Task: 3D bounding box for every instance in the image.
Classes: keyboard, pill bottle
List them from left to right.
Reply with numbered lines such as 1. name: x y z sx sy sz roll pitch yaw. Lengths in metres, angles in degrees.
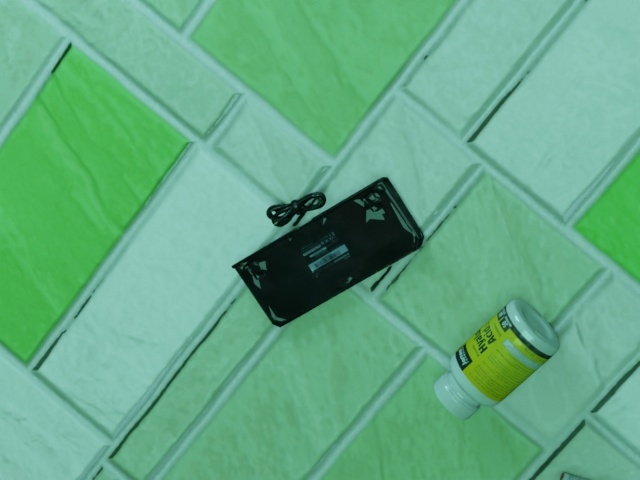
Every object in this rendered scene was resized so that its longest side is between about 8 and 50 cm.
1. keyboard: 0.000 0.000 1.519 0.180 0.023 0.108 -30 100 19
2. pill bottle: 0.163 0.115 1.479 0.065 0.065 0.116 45 110 1

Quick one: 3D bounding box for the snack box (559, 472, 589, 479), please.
1. snack box: 0.285 0.292 1.504 0.141 0.037 0.100 15 108 11
